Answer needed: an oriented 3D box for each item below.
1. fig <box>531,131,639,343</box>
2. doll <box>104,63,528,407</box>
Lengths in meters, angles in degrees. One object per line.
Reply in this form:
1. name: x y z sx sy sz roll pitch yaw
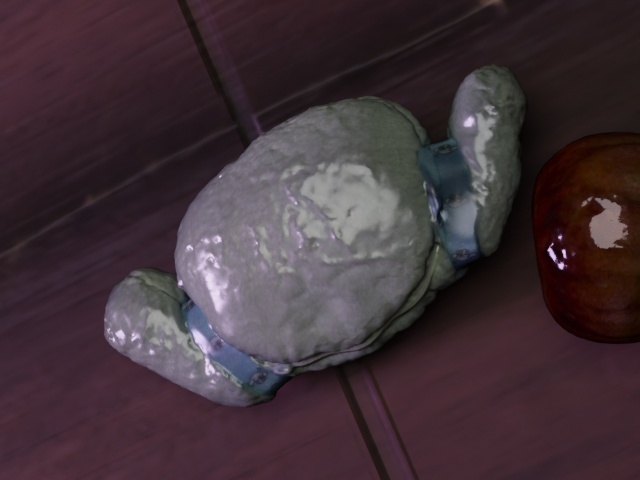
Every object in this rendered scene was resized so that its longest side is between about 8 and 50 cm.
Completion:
1. fig: 0.148 -0.005 0.694 0.125 0.089 0.089 -8 76 2
2. doll: 0.000 0.000 0.738 0.214 0.071 0.103 -32 70 12
